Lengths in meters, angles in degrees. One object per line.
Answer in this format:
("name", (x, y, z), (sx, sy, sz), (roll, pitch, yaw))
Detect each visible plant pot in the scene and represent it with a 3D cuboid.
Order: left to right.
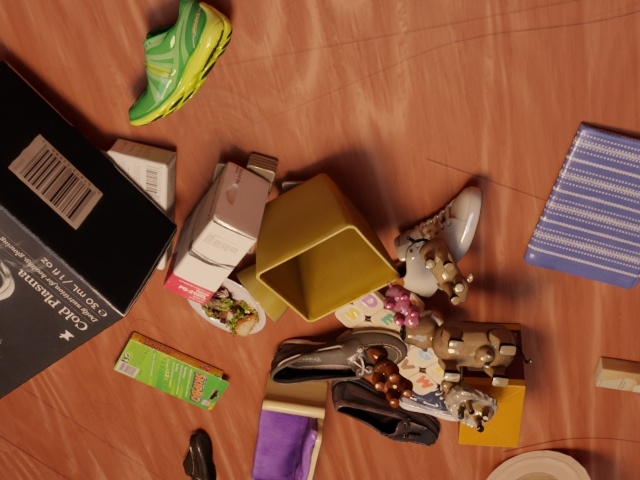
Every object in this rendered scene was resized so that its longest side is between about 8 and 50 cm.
("plant pot", (-0.100, 0.093, 1.972), (0.095, 0.134, 0.134), (-39, 117, 0))
("plant pot", (0.000, 0.000, 1.805), (0.212, 0.187, 0.212), (-28, 139, 15))

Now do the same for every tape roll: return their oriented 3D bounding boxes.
("tape roll", (0.522, 0.640, 2.196), (0.286, 0.286, 0.100), (-17, 122, 20))

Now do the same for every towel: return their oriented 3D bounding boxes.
("towel", (0.564, -0.059, 1.817), (0.243, 0.040, 0.336), (14, 126, -1))

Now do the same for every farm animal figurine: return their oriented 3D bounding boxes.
("farm animal figurine", (0.250, 0.175, 1.822), (0.326, 0.172, 0.330), (23, 107, -7))

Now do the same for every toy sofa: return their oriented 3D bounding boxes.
("toy sofa", (-0.085, 0.506, 2.243), (0.150, 0.177, 0.363), (10, 129, -1))

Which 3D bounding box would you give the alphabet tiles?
("alphabet tiles", (0.166, 0.224, 2.032), (0.284, 0.021, 0.278), (44, 135, -8))

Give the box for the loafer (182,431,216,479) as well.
("loafer", (-0.321, 0.580, 2.391), (0.078, 0.080, 0.220), (2, 128, 6))

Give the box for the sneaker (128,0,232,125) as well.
("sneaker", (-0.271, -0.326, 1.693), (0.123, 0.109, 0.295), (46, 124, 2))

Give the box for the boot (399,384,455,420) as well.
("boot", (0.275, 0.362, 2.149), (0.189, 0.069, 0.086), (6, 131, 5))

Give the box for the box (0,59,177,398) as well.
("box", (-0.635, -0.001, 1.816), (0.471, 0.297, 0.480), (-32, 113, 35))

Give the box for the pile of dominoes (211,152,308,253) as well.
("pile of dominoes", (-0.134, -0.069, 1.911), (0.195, 0.040, 0.251), (15, 136, -5))

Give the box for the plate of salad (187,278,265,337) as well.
("plate of salad", (-0.216, 0.148, 2.040), (0.199, 0.048, 0.200), (17, 141, 14))

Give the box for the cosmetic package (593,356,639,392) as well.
("cosmetic package", (0.677, 0.301, 2.067), (0.115, 0.041, 0.060), (7, 128, 2))

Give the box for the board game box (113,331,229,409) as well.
("board game box", (-0.355, 0.318, 2.224), (0.259, 0.039, 0.124), (28, 127, -10))

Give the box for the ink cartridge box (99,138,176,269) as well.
("ink cartridge box", (-0.423, -0.084, 1.911), (0.238, 0.060, 0.275), (15, 129, 7))

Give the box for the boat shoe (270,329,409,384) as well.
("boat shoe", (0.037, 0.274, 2.054), (0.335, 0.095, 0.112), (-9, 125, 31))

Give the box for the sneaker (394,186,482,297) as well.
("sneaker", (0.222, 0.000, 1.856), (0.123, 0.106, 0.290), (19, 129, -10))

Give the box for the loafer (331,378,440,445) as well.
("loafer", (0.151, 0.427, 2.200), (0.302, 0.095, 0.109), (31, 125, -15))

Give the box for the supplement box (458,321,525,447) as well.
("supplement box", (0.370, 0.313, 2.020), (0.129, 0.194, 0.191), (2, 127, 7))

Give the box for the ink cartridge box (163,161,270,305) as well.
("ink cartridge box", (-0.205, -0.013, 1.829), (0.100, 0.172, 0.237), (26, 134, -17))
